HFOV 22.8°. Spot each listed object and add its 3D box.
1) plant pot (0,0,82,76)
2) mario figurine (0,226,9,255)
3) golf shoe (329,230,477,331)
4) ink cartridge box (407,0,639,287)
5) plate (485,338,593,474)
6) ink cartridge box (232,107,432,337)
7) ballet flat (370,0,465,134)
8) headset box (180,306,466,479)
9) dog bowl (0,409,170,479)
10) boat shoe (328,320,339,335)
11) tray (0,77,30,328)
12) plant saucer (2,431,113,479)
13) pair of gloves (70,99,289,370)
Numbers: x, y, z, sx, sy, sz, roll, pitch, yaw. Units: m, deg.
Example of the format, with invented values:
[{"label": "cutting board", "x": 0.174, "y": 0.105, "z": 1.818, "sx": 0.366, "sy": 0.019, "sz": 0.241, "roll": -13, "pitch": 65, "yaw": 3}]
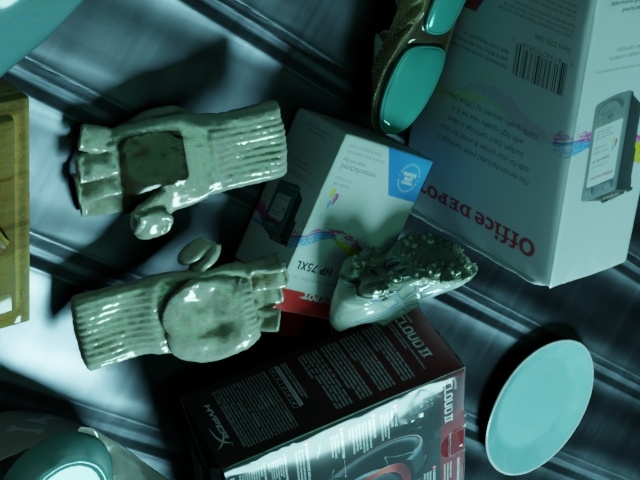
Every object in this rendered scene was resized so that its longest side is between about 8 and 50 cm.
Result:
[{"label": "plant pot", "x": -0.269, "y": -0.216, "z": 1.058, "sx": 0.271, "sy": 0.272, "sz": 0.255, "roll": 14, "pitch": 117, "yaw": -46}, {"label": "mario figurine", "x": -0.384, "y": 0.040, "z": 1.069, "sx": 0.320, "sy": 0.170, "sz": 0.198, "roll": -38, "pitch": 130, "yaw": -5}, {"label": "golf shoe", "x": 0.076, "y": 0.044, "z": 1.562, "sx": 0.176, "sy": 0.069, "sz": 0.086, "roll": -9, "pitch": 140, "yaw": -40}, {"label": "ink cartridge box", "x": 0.209, "y": -0.143, "z": 1.559, "sx": 0.131, "sy": 0.226, "sz": 0.306, "roll": -16, "pitch": 124, "yaw": -35}, {"label": "plate", "x": 0.266, "y": 0.202, "z": 1.959, "sx": 0.188, "sy": 0.024, "sz": 0.188, "roll": -21, "pitch": 125, "yaw": -33}, {"label": "ink cartridge box", "x": 0.000, "y": 0.000, "z": 1.554, "sx": 0.134, "sy": 0.078, "sz": 0.231, "roll": 13, "pitch": 104, "yaw": -46}, {"label": "ballet flat", "x": 0.091, "y": -0.202, "z": 1.526, "sx": 0.073, "sy": 0.067, "sz": 0.206, "roll": 5, "pitch": 119, "yaw": -41}, {"label": "headset box", "x": 0.022, "y": 0.206, "z": 1.603, "sx": 0.293, "sy": 0.110, "sz": 0.218, "roll": -22, "pitch": 137, "yaw": -16}, {"label": "dog bowl", "x": -0.290, "y": 0.311, "z": 1.444, "sx": 0.348, "sy": 0.102, "sz": 0.349, "roll": -22, "pitch": 127, "yaw": -33}, {"label": "boat shoe", "x": 0.033, "y": 0.128, "z": 1.678, "sx": 0.059, "sy": 0.063, "sz": 0.170, "roll": -20, "pitch": 125, "yaw": -19}, {"label": "tray", "x": -0.412, "y": 0.012, "z": 1.180, "sx": 0.411, "sy": 0.076, "sz": 0.203, "roll": -17, "pitch": 124, "yaw": -37}, {"label": "plant saucer", "x": -0.224, "y": 0.222, "z": 1.364, "sx": 0.119, "sy": 0.021, "sz": 0.119, "roll": -22, "pitch": 127, "yaw": -33}, {"label": "pair of gloves", "x": -0.122, "y": -0.001, "z": 1.419, "sx": 0.204, "sy": 0.042, "sz": 0.240, "roll": -6, "pitch": 108, "yaw": -21}]
